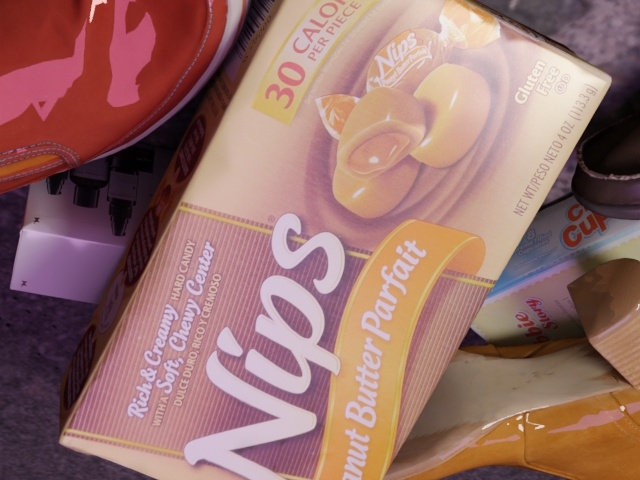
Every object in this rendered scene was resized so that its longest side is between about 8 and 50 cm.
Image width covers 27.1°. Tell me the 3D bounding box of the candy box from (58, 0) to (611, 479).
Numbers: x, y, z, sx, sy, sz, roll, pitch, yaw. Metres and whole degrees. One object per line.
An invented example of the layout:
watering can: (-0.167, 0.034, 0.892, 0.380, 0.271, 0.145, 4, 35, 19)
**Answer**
candy box: (0.000, 0.000, 0.750, 0.182, 0.087, 0.316, 25, 104, -17)

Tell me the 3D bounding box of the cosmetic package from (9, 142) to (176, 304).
cosmetic package: (-0.068, -0.001, 0.844, 0.239, 0.099, 0.060, 10, 136, -13)

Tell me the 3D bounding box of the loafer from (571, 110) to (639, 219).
loafer: (0.245, -0.086, 0.789, 0.220, 0.080, 0.078, -25, 123, 16)

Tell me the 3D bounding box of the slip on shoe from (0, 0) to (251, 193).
slip on shoe: (-0.178, -0.081, 0.733, 0.331, 0.101, 0.123, -25, 102, 24)

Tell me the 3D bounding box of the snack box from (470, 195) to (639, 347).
snack box: (0.257, 0.079, 0.964, 0.187, 0.060, 0.322, -27, 131, 25)

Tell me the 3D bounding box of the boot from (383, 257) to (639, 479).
boot: (0.161, 0.139, 0.910, 0.295, 0.104, 0.211, -31, 128, 25)
